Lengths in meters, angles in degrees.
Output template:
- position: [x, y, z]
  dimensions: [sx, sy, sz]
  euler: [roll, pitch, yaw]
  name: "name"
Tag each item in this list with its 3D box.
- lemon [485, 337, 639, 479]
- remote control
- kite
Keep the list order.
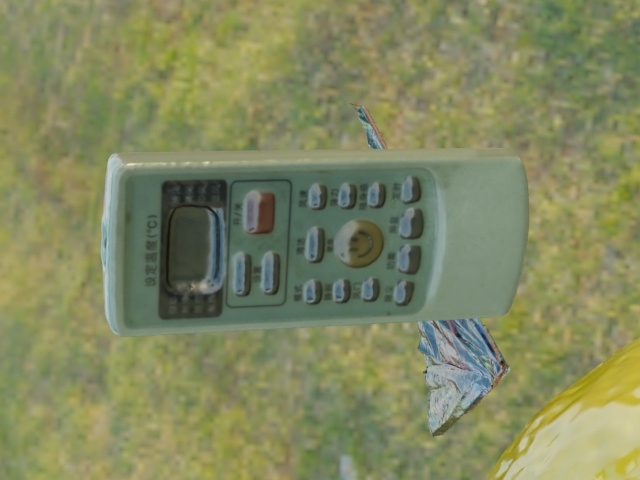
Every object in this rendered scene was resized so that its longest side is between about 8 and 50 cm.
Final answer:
- position: [0.210, 0.185, 0.686]
  dimensions: [0.336, 0.336, 0.336]
  euler: [-173, 90, -68]
  name: "lemon"
- position: [0.000, 0.000, 1.100]
  dimensions: [0.038, 0.285, 0.123]
  euler: [-122, 35, -65]
  name: "remote control"
- position: [0.087, 0.051, 1.319]
  dimensions: [0.234, 0.016, 0.321]
  euler: [43, 152, 60]
  name: "kite"
